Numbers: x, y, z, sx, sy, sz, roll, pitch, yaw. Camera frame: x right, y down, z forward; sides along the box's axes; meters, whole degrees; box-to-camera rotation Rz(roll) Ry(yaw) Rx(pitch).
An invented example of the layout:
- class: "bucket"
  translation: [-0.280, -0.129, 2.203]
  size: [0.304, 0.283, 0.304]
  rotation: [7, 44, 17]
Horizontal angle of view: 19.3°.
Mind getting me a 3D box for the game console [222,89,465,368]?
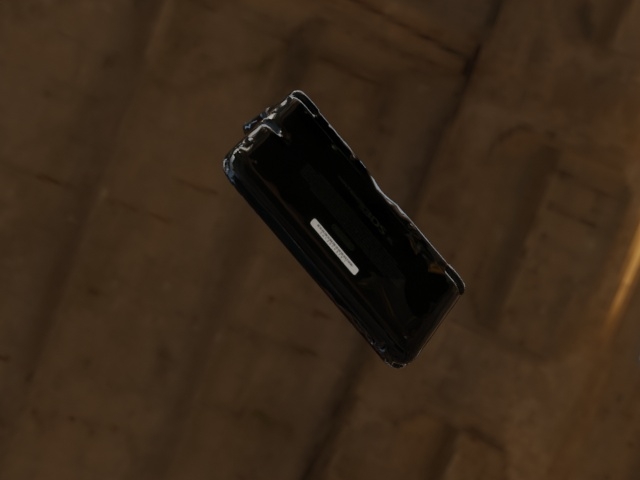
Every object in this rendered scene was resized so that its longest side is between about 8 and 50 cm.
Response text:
- class: "game console"
  translation: [0.000, 0.000, 0.862]
  size: [0.122, 0.071, 0.107]
  rotation: [49, -141, -7]
